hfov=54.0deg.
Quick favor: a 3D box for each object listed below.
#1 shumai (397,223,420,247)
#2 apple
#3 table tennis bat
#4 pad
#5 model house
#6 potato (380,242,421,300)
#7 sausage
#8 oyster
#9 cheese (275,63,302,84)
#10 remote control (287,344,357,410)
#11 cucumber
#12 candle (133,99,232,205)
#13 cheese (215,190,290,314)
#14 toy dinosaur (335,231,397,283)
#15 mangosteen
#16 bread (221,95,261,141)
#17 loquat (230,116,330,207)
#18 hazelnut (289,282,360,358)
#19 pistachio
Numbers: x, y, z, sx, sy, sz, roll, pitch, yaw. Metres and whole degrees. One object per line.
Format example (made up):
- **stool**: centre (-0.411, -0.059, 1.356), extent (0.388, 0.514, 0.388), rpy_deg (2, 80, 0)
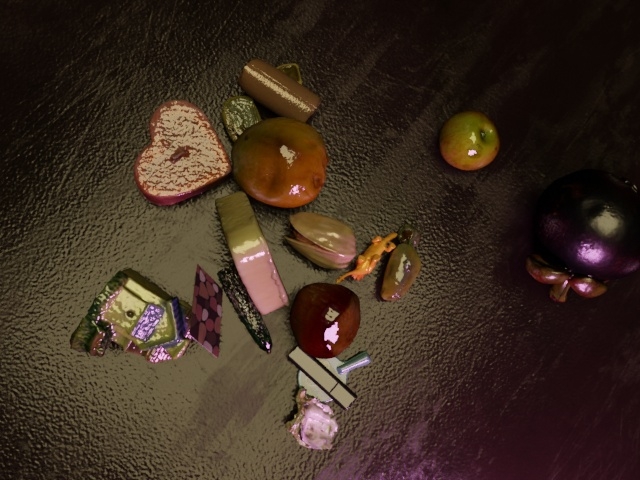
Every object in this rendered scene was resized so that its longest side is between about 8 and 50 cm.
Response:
- **shumai**: centre (0.286, -0.017, 1.995), extent (0.082, 0.080, 0.083), rpy_deg (9, 81, -9)
- **apple**: centre (0.481, -0.322, 2.018), extent (0.196, 0.196, 0.195), rpy_deg (1, 82, -9)
- **table tennis bat**: centre (0.044, 0.405, 1.927), extent (0.237, 0.038, 0.149), rpy_deg (-22, 86, -8)
- **pad**: centre (-0.324, 0.201, 1.798), extent (0.003, 0.158, 0.234), rpy_deg (-15, 51, 16)
- **model house**: centre (-0.493, 0.243, 1.732), extent (0.266, 0.321, 0.261), rpy_deg (31, 86, -5)
- **potato**: centre (0.248, 0.103, 1.953), extent (0.105, 0.085, 0.188), rpy_deg (27, 90, -2)
- **sausage**: centre (-0.133, -0.461, 1.947), extent (0.253, 0.123, 0.123), rpy_deg (33, 79, -14)
- **oyster**: centre (-0.029, 0.534, 1.882), extent (0.163, 0.081, 0.190), rpy_deg (-5, 89, -34)
- **cheese**: centre (-0.145, -0.521, 2.017), extent (0.163, 0.036, 0.086), rpy_deg (-10, 83, -10)
- **remote control**: centre (0.006, 0.413, 1.897), extent (0.245, 0.025, 0.063), rpy_deg (41, 81, 1)
- **cucumber**: centre (-0.219, 0.213, 1.896), extent (0.068, 0.067, 0.293), rpy_deg (-28, 88, -11)
- **candle**: centre (-0.406, -0.248, 1.896), extent (0.287, 0.131, 0.316), rpy_deg (22, 81, -8)
- **cheese**: centre (-0.191, 0.058, 1.832), extent (0.104, 0.384, 0.383), rpy_deg (-23, 87, -5)
- **toy dinosaur**: centre (0.141, 0.068, 1.946), extent (0.070, 0.117, 0.288), rpy_deg (43, 63, 11)
- **mangosteen**: centre (0.818, -0.011, 1.960), extent (0.382, 0.382, 0.435), rpy_deg (39, 112, -2)
- **bread**: centre (-0.244, -0.376, 1.968), extent (0.118, 0.064, 0.156), rpy_deg (-22, 85, -10)
- **loquat**: centre (-0.117, -0.232, 1.881), extent (0.284, 0.276, 0.275), rpy_deg (4, 81, 14)
- **hazelnut**: centre (0.006, 0.234, 1.864), extent (0.230, 0.229, 0.229), rpy_deg (1, 82, -9)
- **pistachio**: centre (0.000, 0.000, 1.910), extent (0.230, 0.157, 0.157), rpy_deg (22, 80, 2)
